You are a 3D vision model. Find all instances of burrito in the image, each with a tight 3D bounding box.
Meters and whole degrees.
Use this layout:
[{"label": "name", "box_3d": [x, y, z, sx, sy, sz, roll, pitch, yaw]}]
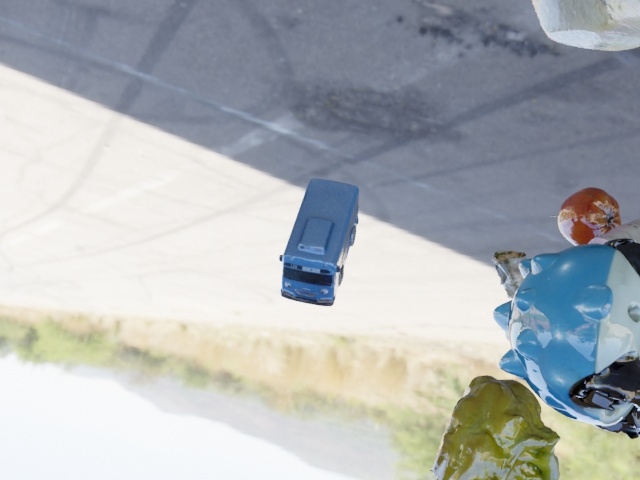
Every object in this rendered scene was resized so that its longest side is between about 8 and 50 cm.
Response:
[{"label": "burrito", "box_3d": [0.319, 0.053, 1.572, 0.041, 0.055, 0.149, 33, 165, 33]}]

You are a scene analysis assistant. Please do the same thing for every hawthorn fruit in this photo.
[{"label": "hawthorn fruit", "box_3d": [0.524, -0.045, 1.870, 0.140, 0.125, 0.125, 19, 173, 16]}]

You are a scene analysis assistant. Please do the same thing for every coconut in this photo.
[{"label": "coconut", "box_3d": [0.415, -0.392, 1.394, 0.230, 0.227, 0.227, -4, -178, -35]}]

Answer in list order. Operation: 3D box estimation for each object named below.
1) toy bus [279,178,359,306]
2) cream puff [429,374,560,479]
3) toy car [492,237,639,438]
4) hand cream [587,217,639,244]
[{"label": "toy bus", "box_3d": [0.000, 0.000, 1.815, 0.116, 0.234, 0.134, 11, 137, 8]}, {"label": "cream puff", "box_3d": [0.272, 0.355, 1.457, 0.185, 0.282, 0.282, 20, 173, 14]}, {"label": "toy car", "box_3d": [0.291, 0.104, 1.050, 0.190, 0.189, 0.255, 7, 162, 27]}, {"label": "hand cream", "box_3d": [0.575, -0.015, 1.622, 0.312, 0.070, 0.111, -18, -164, -33]}]
